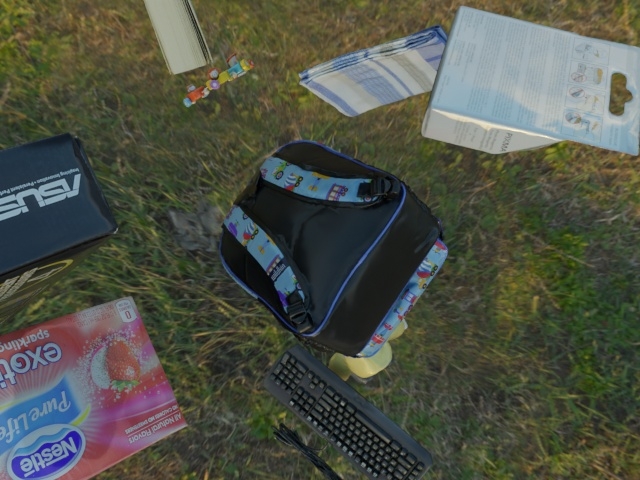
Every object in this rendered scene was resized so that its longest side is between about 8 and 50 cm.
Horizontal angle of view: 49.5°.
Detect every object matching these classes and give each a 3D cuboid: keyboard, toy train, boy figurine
[{"bbox_3d":[0.023,0.341,1.212,0.317,0.033,0.201,38,119,15],"label":"keyboard"},{"bbox_3d":[-0.225,-0.354,1.506,0.166,0.125,0.046,-38,105,-24],"label":"toy train"},{"bbox_3d":[0.091,0.201,1.275,0.177,0.285,0.092,-37,78,-6],"label":"boy figurine"}]

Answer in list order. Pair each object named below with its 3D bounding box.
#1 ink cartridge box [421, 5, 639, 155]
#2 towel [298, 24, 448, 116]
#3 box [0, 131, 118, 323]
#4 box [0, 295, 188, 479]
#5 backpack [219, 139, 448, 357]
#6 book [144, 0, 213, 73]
[{"bbox_3d":[0.254,-0.179,0.828,0.232,0.066,0.189,18,58,4],"label":"ink cartridge box"},{"bbox_3d":[0.128,-0.306,1.301,0.285,0.209,0.034,-12,73,29],"label":"towel"},{"bbox_3d":[-0.383,0.058,0.565,0.318,0.395,0.097,-23,90,-40],"label":"box"},{"bbox_3d":[-0.293,0.175,0.627,0.142,0.300,0.154,-30,82,35],"label":"box"},{"bbox_3d":[0.000,0.000,0.612,0.173,0.117,0.158,33,90,43],"label":"backpack"},{"bbox_3d":[-0.120,-0.205,0.497,0.035,0.144,0.096,-17,63,-3],"label":"book"}]
